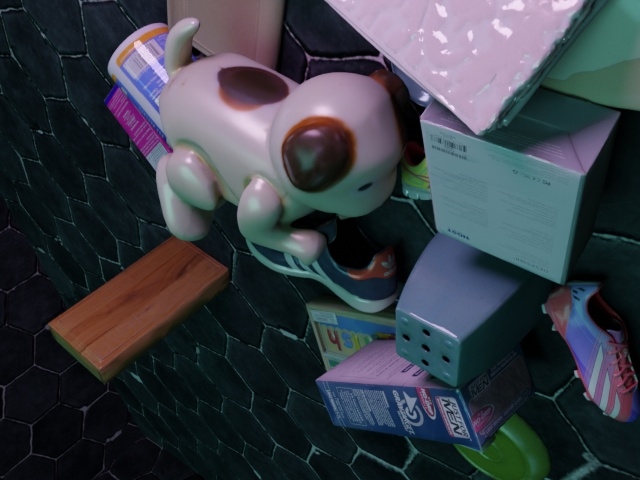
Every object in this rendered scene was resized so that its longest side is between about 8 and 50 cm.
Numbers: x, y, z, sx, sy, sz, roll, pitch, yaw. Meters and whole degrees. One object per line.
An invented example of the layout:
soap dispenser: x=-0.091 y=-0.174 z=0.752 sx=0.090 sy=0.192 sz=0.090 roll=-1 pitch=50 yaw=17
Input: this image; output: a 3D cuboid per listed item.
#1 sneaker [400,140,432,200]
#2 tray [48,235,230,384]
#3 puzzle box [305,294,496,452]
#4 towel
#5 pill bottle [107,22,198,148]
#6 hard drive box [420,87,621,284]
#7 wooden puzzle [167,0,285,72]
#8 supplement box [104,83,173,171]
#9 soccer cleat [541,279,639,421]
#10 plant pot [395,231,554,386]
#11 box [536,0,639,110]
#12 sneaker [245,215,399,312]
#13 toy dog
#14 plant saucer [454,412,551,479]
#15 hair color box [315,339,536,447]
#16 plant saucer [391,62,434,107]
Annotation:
sneaker: x=0.192 y=-0.104 z=0.956 sx=0.209 sy=0.081 sz=0.094 roll=10 pitch=128 yaw=45
tray: x=-0.451 y=0.158 z=1.668 sx=0.203 sy=0.411 sz=0.076 roll=32 pitch=142 yaw=25
puzzle box: x=0.153 y=0.263 z=1.358 sx=0.409 sy=0.052 sz=0.272 roll=3 pitch=117 yaw=48
towel: x=0.158 y=-0.318 z=0.624 sx=0.317 sy=0.053 sz=0.331 roll=50 pitch=120 yaw=26
pill bottle: x=-0.266 y=-0.268 z=1.264 sx=0.272 sy=0.152 sz=0.152 roll=50 pitch=147 yaw=-1
hard drive box: x=0.222 y=-0.068 z=0.754 sx=0.181 sy=0.089 sz=0.232 roll=26 pitch=158 yaw=26
wooden puzzle: x=-0.163 y=-0.396 z=1.122 sx=0.239 sy=0.044 sz=0.221 roll=33 pitch=144 yaw=15
supplement box: x=-0.342 y=-0.251 z=1.406 sx=0.220 sy=0.111 sz=0.114 roll=55 pitch=146 yaw=-9
soccer cleat: x=0.421 y=0.166 z=0.964 sx=0.095 sy=0.083 sz=0.248 roll=-22 pitch=102 yaw=51
plant pot: x=0.221 y=0.087 z=0.972 sx=0.166 sy=0.234 sz=0.165 roll=26 pitch=140 yaw=31
box: x=0.275 y=-0.229 z=0.677 sx=0.311 sy=0.148 sz=0.121 roll=21 pitch=138 yaw=38
sneaker: x=0.000 y=0.000 z=1.260 sx=0.350 sy=0.131 sz=0.148 roll=22 pitch=131 yaw=27
toy dog: x=-0.045 y=-0.162 z=1.020 sx=0.408 sy=0.285 sz=0.395 roll=13 pitch=124 yaw=41
plant saucer: x=0.347 y=0.413 z=1.332 sx=0.241 sy=0.037 sz=0.240 roll=30 pitch=142 yaw=27
hair color box: x=0.172 y=0.254 z=1.142 sx=0.347 sy=0.174 sz=0.105 roll=-12 pitch=103 yaw=52
plant saucer: x=0.153 y=-0.243 z=0.916 sx=0.119 sy=0.021 sz=0.119 roll=30 pitch=141 yaw=27
